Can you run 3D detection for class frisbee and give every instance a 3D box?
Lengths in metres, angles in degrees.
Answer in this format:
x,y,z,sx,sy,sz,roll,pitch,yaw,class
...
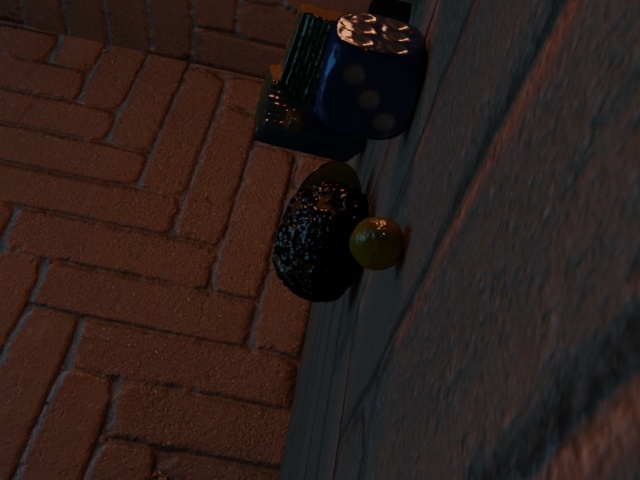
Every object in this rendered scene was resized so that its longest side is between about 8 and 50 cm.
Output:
x,y,z,sx,sy,sz,roll,pitch,yaw,class
0.014,-0.056,1.457,0.236,0.017,0.236,-29,-50,-41,frisbee

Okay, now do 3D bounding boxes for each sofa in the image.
x,y,z,sx,sy,sz,roll,pitch,yaw,class
0.133,-0.441,1.431,0.147,0.085,0.060,109,176,-70,sofa

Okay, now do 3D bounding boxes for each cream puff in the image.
x,y,z,sx,sy,sz,roll,pitch,yaw,class
0.000,0.000,1.297,0.239,0.165,0.239,14,-90,-90,cream puff

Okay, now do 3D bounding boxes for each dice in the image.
x,y,z,sx,sy,sz,roll,pitch,yaw,class
0.072,-0.243,1.007,0.143,0.147,0.146,-83,5,-51,dice

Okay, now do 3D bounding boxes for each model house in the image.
x,y,z,sx,sy,sz,roll,pitch,yaw,class
0.017,-0.422,1.885,0.342,0.335,0.382,-102,27,-60,model house

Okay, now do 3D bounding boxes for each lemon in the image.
x,y,z,sx,sy,sz,roll,pitch,yaw,class
0.066,0.004,0.807,0.092,0.065,0.065,114,168,-70,lemon

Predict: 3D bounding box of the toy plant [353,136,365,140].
x,y,z,sx,sy,sz,roll,pitch,yaw,class
0.093,-0.320,1.667,0.200,0.105,0.142,-114,24,-66,toy plant
